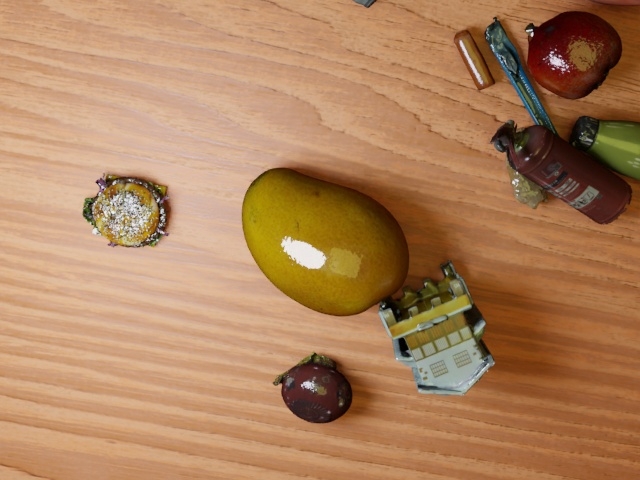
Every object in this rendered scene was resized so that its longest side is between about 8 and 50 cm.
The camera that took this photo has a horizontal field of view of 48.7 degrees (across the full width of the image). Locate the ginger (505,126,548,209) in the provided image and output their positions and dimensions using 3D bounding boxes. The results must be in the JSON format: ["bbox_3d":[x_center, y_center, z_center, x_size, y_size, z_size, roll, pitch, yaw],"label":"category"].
[{"bbox_3d":[0.429,-0.149,1.493,0.069,0.051,0.174,-17,101,1],"label":"ginger"}]

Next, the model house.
[{"bbox_3d":[0.241,0.187,1.466,0.198,0.224,0.215,-26,97,5],"label":"model house"}]

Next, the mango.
[{"bbox_3d":[0.000,0.000,1.448,0.378,0.221,0.264,36,90,9],"label":"mango"}]

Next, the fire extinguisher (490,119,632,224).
[{"bbox_3d":[0.468,-0.140,1.412,0.337,0.147,0.106,28,128,-17],"label":"fire extinguisher"}]

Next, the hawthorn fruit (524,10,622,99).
[{"bbox_3d":[0.491,-0.377,1.400,0.188,0.169,0.169,42,98,6],"label":"hawthorn fruit"}]

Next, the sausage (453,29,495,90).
[{"bbox_3d":[0.316,-0.374,1.462,0.039,0.041,0.131,-26,98,27],"label":"sausage"}]

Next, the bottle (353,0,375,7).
[{"bbox_3d":[0.032,-0.583,1.419,0.254,0.079,0.096,46,59,-5],"label":"bottle"}]

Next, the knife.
[{"bbox_3d":[0.423,-0.328,1.475,0.044,0.026,0.297,-33,97,-5],"label":"knife"}]

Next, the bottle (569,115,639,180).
[{"bbox_3d":[0.644,-0.186,1.449,0.260,0.112,0.112,18,100,-2],"label":"bottle"}]

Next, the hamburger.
[{"bbox_3d":[-0.417,-0.058,1.508,0.189,0.093,0.164,2,100,3],"label":"hamburger"}]

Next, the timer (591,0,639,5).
[{"bbox_3d":[0.582,-0.558,1.330,0.229,0.229,0.215,5,105,1],"label":"timer"}]

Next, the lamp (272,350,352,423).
[{"bbox_3d":[-0.005,0.322,1.548,0.156,0.135,0.157,-11,129,32],"label":"lamp"}]
